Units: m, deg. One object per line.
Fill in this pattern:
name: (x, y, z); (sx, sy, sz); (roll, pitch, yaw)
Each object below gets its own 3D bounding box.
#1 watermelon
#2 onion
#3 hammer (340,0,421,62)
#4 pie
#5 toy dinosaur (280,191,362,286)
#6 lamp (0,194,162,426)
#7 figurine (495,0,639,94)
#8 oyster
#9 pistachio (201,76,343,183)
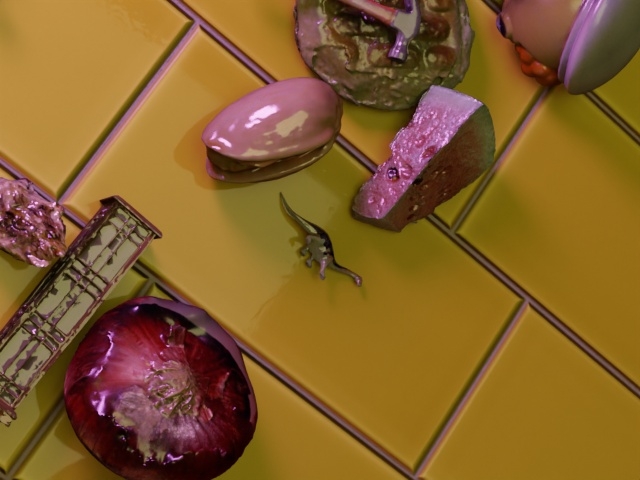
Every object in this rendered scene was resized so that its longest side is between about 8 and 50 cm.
watermelon: (0.151, -0.101, 1.953); (0.241, 0.094, 0.154); (-44, 141, -11)
onion: (-0.222, 0.215, 1.748); (0.272, 0.195, 0.272); (23, 45, -25)
hammer: (0.013, -0.357, 1.863); (0.287, 0.033, 0.111); (22, 84, -17)
pie: (0.092, -0.334, 1.944); (0.306, 0.071, 0.306); (1, 87, -20)
toy dinosaur: (-0.007, 0.010, 1.907); (0.180, 0.037, 0.058); (54, 47, -18)
lamp: (-0.346, 0.089, 1.739); (0.089, 0.090, 0.325); (41, 75, -16)
figurine: (0.330, -0.390, 1.974); (0.381, 0.205, 0.225); (37, 81, -13)
oyster: (-0.388, -0.027, 1.724); (0.165, 0.053, 0.108); (33, 58, 13)
pistachio: (-0.064, -0.155, 1.842); (0.215, 0.144, 0.144); (-20, 95, -15)
